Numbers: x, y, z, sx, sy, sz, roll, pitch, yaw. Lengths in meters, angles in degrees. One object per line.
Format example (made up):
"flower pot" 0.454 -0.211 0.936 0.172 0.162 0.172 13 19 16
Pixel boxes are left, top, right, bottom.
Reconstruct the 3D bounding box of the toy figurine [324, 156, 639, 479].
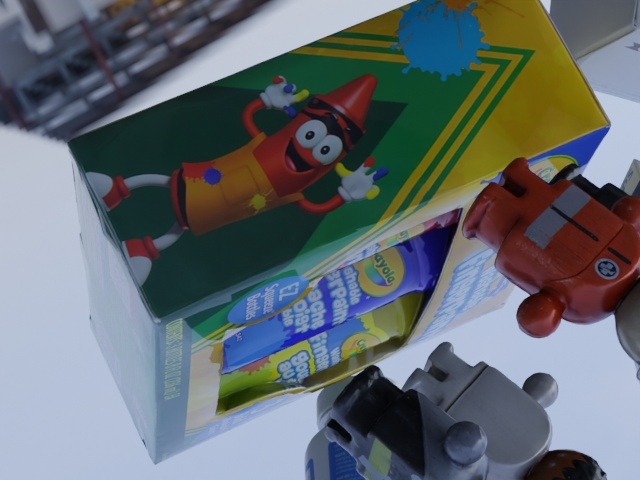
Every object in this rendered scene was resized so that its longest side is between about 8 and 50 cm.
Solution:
"toy figurine" 0.127 0.071 0.947 0.209 0.148 0.213 -55 165 10

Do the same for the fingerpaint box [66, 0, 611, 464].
"fingerpaint box" 0.000 0.000 1.459 0.371 0.163 0.445 -23 164 -14

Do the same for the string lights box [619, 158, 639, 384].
"string lights box" 0.296 0.038 1.315 0.260 0.133 0.077 -86 -165 -65

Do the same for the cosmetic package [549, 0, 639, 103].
"cosmetic package" 0.320 -0.303 1.497 0.197 0.365 0.155 15 165 -21

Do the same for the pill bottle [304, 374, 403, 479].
"pill bottle" 0.048 0.242 1.665 0.124 0.124 0.221 -21 -131 21
